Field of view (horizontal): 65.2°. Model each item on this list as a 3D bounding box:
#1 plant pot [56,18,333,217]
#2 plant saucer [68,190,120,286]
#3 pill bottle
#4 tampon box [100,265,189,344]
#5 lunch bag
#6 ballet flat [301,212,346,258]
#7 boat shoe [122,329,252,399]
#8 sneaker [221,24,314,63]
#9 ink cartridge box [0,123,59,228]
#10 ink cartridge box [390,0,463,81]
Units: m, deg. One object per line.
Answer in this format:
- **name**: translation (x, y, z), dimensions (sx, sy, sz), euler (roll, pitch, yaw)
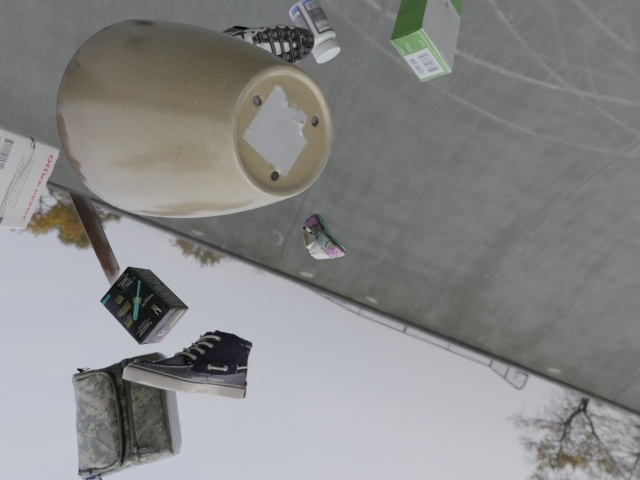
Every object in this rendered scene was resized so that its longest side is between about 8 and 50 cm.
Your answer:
- **plant pot**: translation (-0.126, -0.130, 0.578), dimensions (0.274, 0.256, 0.257), euler (18, 179, 45)
- **plant saucer**: translation (-0.671, -0.010, 1.506), dimensions (0.050, 0.310, 0.311), euler (-23, -159, -21)
- **pill bottle**: translation (-0.012, -0.504, 1.203), dimensions (0.137, 0.078, 0.078), euler (62, -179, -1)
- **tampon box**: translation (-0.442, 0.163, 1.263), dimensions (0.161, 0.120, 0.101), euler (41, -177, 14)
- **lunch bag**: translation (-0.535, 0.480, 1.373), dimensions (0.256, 0.304, 0.212), euler (-11, 165, -8)
- **ballet flat**: translation (0.000, 0.000, 1.269), dimensions (0.077, 0.079, 0.221), euler (48, -176, -30)
- **boat shoe**: translation (-0.308, 0.286, 1.215), dimensions (0.127, 0.158, 0.341), euler (-2, 160, 36)
- **sneaker**: translation (-0.131, -0.379, 0.967), dimensions (0.235, 0.078, 0.106), euler (-13, -138, -3)
- **ink cartridge box**: translation (-0.568, -0.116, 0.840), dimensions (0.100, 0.171, 0.237), euler (24, 180, -2)
- **ink cartridge box**: translation (0.194, -0.400, 0.882), dimensions (0.062, 0.209, 0.109), euler (-5, 150, 41)
